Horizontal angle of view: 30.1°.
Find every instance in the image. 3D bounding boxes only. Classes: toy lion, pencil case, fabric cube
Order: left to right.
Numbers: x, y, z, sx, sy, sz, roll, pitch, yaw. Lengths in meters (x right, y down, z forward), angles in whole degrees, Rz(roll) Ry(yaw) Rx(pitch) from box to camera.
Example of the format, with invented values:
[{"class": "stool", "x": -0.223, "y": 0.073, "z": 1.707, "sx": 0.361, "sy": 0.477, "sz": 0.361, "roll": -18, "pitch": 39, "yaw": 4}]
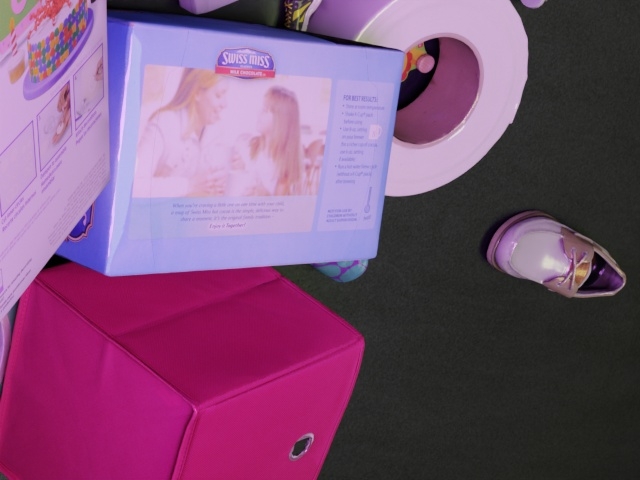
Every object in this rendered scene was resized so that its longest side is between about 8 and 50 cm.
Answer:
[{"class": "fabric cube", "x": -0.153, "y": 0.168, "z": 1.261, "sx": 0.258, "sy": 0.259, "sz": 0.254, "roll": -17, "pitch": 134, "yaw": -50}, {"class": "pencil case", "x": 0.000, "y": 0.000, "z": 1.536, "sx": 0.070, "sy": 0.064, "sz": 0.152, "roll": -43, "pitch": 142, "yaw": 11}, {"class": "toy lion", "x": 0.096, "y": -0.239, "z": 1.495, "sx": 0.096, "sy": 0.034, "sz": 0.100, "roll": -20, "pitch": 129, "yaw": -25}]

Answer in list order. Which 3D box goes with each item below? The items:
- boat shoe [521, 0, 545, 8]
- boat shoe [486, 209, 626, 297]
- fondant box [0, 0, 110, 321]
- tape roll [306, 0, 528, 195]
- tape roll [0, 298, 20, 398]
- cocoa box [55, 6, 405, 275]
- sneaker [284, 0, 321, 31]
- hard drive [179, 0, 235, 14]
[{"class": "boat shoe", "x": 0.301, "y": -0.381, "z": 1.587, "sx": 0.040, "sy": 0.049, "sz": 0.142, "roll": -26, "pitch": 137, "yaw": -55}, {"class": "boat shoe", "x": 0.387, "y": 0.028, "z": 1.900, "sx": 0.302, "sy": 0.103, "sz": 0.113, "roll": 7, "pitch": 111, "yaw": -46}, {"class": "fondant box", "x": -0.240, "y": -0.112, "z": 0.823, "sx": 0.238, "sy": 0.096, "sz": 0.330, "roll": -63, "pitch": 166, "yaw": -47}, {"class": "tape roll", "x": 0.111, "y": -0.198, "z": 1.443, "sx": 0.286, "sy": 0.100, "sz": 0.286, "roll": -16, "pitch": 127, "yaw": -23}, {"class": "tape roll", "x": -0.434, "y": 0.112, "z": 1.183, "sx": 0.321, "sy": 0.077, "sz": 0.321, "roll": -25, "pitch": 132, "yaw": -31}, {"class": "cocoa box", "x": -0.121, "y": -0.105, "z": 1.190, "sx": 0.347, "sy": 0.228, "sz": 0.231, "roll": -3, "pitch": 106, "yaw": -43}, {"class": "sneaker", "x": -0.030, "y": -0.261, "z": 1.360, "sx": 0.035, "sy": 0.031, "sz": 0.083, "roll": 26, "pitch": 93, "yaw": -36}, {"class": "hard drive", "x": -0.062, "y": -0.429, "z": 1.196, "sx": 0.233, "sy": 0.047, "sz": 0.353, "roll": -29, "pitch": 133, "yaw": -28}]
